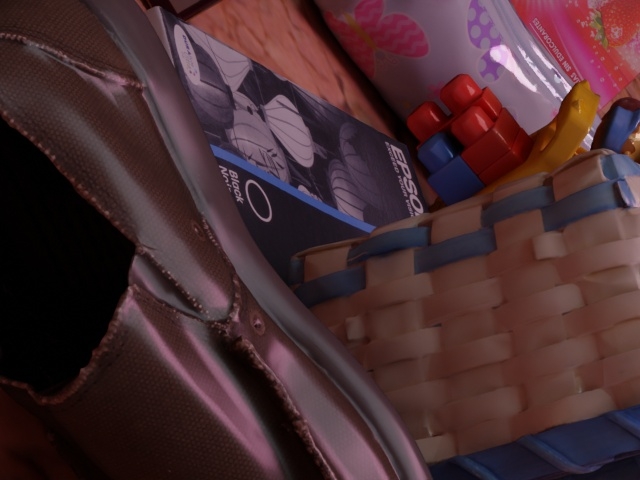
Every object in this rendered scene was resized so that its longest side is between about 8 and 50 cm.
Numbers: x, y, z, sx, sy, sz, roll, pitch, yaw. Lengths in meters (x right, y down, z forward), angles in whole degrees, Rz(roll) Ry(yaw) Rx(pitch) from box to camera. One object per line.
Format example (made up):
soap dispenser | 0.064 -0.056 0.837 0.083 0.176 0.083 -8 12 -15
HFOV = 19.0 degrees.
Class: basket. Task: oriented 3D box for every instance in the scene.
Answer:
basket | 0.117 0.119 0.895 0.201 0.255 0.289 24 54 -60

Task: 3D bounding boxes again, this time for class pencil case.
pencil case | 0.108 -0.120 1.348 0.273 0.124 0.113 52 26 -27

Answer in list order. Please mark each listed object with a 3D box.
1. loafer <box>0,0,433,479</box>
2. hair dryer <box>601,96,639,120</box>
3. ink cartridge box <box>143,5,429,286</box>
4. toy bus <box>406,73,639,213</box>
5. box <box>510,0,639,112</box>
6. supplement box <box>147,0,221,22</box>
loafer | -0.078 0.060 0.793 0.366 0.134 0.130 58 34 0
hair dryer | 0.292 -0.009 1.714 0.223 0.080 0.293 55 24 -59
ink cartridge box | 0.000 0.000 1.073 0.333 0.065 0.165 24 44 -57
toy bus | 0.163 -0.030 1.263 0.211 0.220 0.149 53 21 -6
box | 0.131 -0.246 1.443 0.300 0.142 0.154 51 -8 -27
supplement box | -0.042 -0.202 1.144 0.081 0.104 0.188 59 23 -10
